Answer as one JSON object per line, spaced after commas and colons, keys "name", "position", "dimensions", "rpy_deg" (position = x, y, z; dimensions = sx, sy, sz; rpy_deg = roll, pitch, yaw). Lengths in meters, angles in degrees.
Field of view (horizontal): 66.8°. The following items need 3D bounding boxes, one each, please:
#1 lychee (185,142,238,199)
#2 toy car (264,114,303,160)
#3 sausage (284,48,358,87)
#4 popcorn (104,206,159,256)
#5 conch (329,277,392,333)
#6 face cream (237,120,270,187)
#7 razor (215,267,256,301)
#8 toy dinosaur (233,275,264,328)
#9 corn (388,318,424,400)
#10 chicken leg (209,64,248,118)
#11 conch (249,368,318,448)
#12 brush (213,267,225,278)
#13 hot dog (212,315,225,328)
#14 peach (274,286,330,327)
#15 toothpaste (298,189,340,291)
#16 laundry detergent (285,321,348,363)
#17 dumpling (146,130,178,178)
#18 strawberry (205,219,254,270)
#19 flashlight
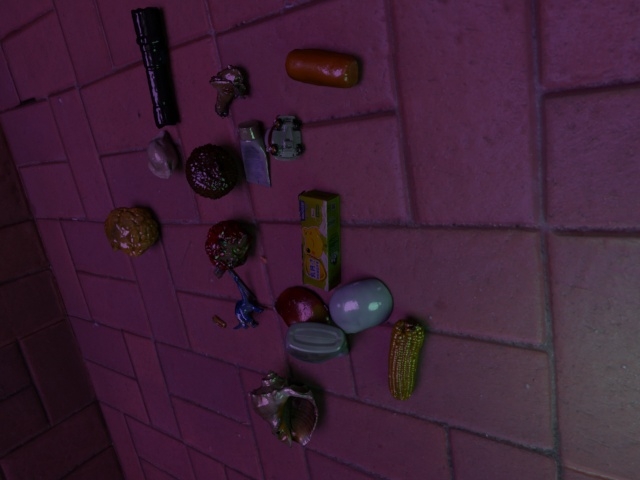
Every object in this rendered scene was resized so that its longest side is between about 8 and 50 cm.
{"name": "lychee", "position": [-0.382, -0.243, 1.710], "dimensions": [0.238, 0.200, 0.199], "rpy_deg": [-4, 107, 59]}
{"name": "toy car", "position": [-0.127, -0.325, 1.532], "dimensions": [0.112, 0.112, 0.139], "rpy_deg": [19, 111, 51]}
{"name": "sausage", "position": [-0.003, -0.485, 1.359], "dimensions": [0.239, 0.098, 0.097], "rpy_deg": [21, 121, 30]}
{"name": "popcorn", "position": [-0.855, -0.042, 2.195], "dimensions": [0.251, 0.190, 0.249], "rpy_deg": [6, 100, 35]}
{"name": "conch", "position": [0.127, 0.217, 1.558], "dimensions": [0.185, 0.120, 0.221], "rpy_deg": [35, 129, -15]}
{"name": "face cream", "position": [-0.228, -0.292, 1.659], "dimensions": [0.114, 0.070, 0.223], "rpy_deg": [18, 132, 33]}
{"name": "razor", "position": [-0.333, 0.166, 1.955], "dimensions": [0.211, 0.036, 0.084], "rpy_deg": [44, 126, 6]}
{"name": "toy dinosaur", "position": [-0.303, 0.294, 1.947], "dimensions": [0.144, 0.076, 0.328], "rpy_deg": [36, 138, 27]}
{"name": "corn", "position": [0.258, 0.379, 1.518], "dimensions": [0.102, 0.102, 0.312], "rpy_deg": [22, 121, 31]}
{"name": "chicken leg", "position": [-0.318, -0.500, 1.622], "dimensions": [0.196, 0.080, 0.125], "rpy_deg": [-25, 105, 44]}
{"name": "conch", "position": [-0.124, 0.643, 1.899], "dimensions": [0.264, 0.186, 0.323], "rpy_deg": [-11, 115, 25]}
{"name": "brush", "position": [-0.397, 0.099, 1.991], "dimensions": [0.043, 0.014, 0.170], "rpy_deg": [47, 130, 8]}
{"name": "hot dog", "position": [-0.452, 0.361, 2.145], "dimensions": [0.083, 0.021, 0.037], "rpy_deg": [27, 123, 27]}
{"name": "peach", "position": [-0.089, 0.264, 1.774], "dimensions": [0.280, 0.068, 0.188], "rpy_deg": [-4, 104, 41]}
{"name": "toothpaste", "position": [0.000, 0.000, 1.578], "dimensions": [0.110, 0.077, 0.327], "rpy_deg": [13, 117, 33]}
{"name": "laundry detergent", "position": [-0.010, 0.368, 1.677], "dimensions": [0.215, 0.105, 0.280], "rpy_deg": [4, 154, 5]}
{"name": "dumpling", "position": [-0.637, -0.335, 1.934], "dimensions": [0.136, 0.119, 0.198], "rpy_deg": [-16, 77, 40]}
{"name": "strawberry", "position": [-0.353, 0.004, 1.811], "dimensions": [0.201, 0.184, 0.186], "rpy_deg": [44, 171, 45]}
{"name": "flashlight", "position": [-0.606, -0.629, 1.790], "dimensions": [0.103, 0.103, 0.423], "rpy_deg": [12, 118, 35]}
